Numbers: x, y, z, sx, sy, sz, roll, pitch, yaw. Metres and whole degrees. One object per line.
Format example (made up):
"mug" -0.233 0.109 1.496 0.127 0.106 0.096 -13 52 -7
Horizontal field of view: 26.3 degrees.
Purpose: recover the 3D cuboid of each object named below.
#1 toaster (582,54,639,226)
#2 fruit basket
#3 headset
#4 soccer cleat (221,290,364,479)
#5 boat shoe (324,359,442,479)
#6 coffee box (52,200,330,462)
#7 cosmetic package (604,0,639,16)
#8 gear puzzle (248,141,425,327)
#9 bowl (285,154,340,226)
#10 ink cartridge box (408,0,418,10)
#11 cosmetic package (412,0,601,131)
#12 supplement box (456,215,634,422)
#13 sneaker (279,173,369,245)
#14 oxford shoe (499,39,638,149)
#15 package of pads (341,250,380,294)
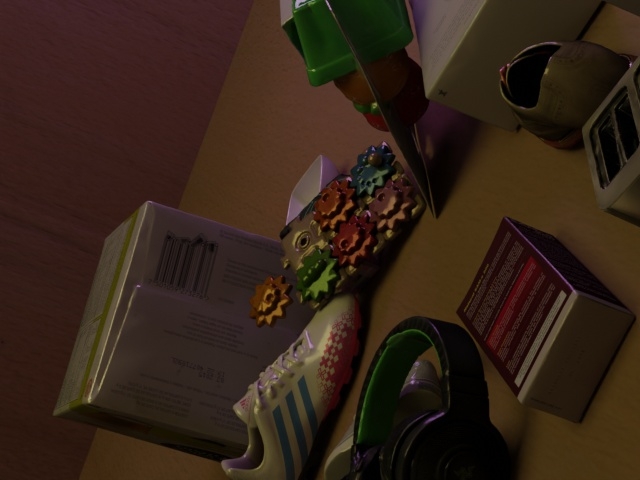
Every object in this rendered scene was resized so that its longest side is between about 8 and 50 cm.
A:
"toaster" 0.336 -0.100 1.267 0.185 0.110 0.168 -89 24 -46
"fruit basket" 0.067 -0.245 1.954 0.165 0.353 0.327 -18 35 9
"headset" 0.083 0.270 1.508 0.243 0.185 0.394 132 143 -52
"soccer cleat" -0.044 0.221 2.031 0.331 0.143 0.116 -71 17 -2
"boat shoe" 0.083 0.237 1.754 0.227 0.079 0.081 -51 18 34
"coffee box" -0.216 0.169 2.292 0.334 0.338 0.338 151 136 -66
"cosmetic package" 0.317 -0.463 1.361 0.329 0.327 0.393 -59 21 33
"gear puzzle" 0.000 0.000 2.065 0.339 0.044 0.175 -44 45 18
"bowl" -0.008 -0.060 2.392 0.142 0.053 0.142 128 156 -47
"ink cartridge box" 0.213 -0.441 2.016 0.207 0.117 0.283 -62 19 26
"cosmetic package" 0.234 -0.303 1.762 0.224 0.138 0.224 -90 25 -51
"supplement box" 0.231 0.078 1.457 0.130 0.073 0.239 -65 19 15
"sneaker" 0.029 -0.041 2.219 0.267 0.101 0.106 -23 40 56
"oxford shoe" 0.259 -0.179 1.531 0.348 0.130 0.123 -166 95 -82
"package of pads" 0.061 0.042 2.097 0.083 0.032 0.050 129 154 -47
